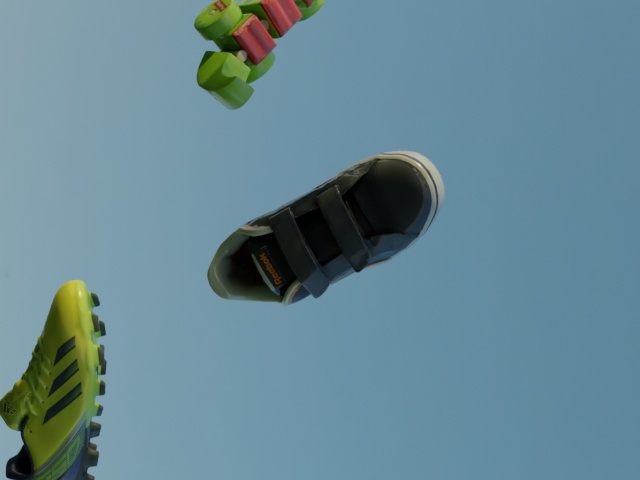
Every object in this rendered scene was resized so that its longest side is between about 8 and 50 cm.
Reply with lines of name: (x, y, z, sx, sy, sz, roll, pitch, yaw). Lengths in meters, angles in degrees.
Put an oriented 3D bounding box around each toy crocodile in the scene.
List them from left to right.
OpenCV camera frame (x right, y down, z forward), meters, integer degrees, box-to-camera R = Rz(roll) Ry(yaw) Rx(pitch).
toy crocodile: (-0.068, -0.325, 1.776, 0.105, 0.115, 0.340, 4, -128, 48)

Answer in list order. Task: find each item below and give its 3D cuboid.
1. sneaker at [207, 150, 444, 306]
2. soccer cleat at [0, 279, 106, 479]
sneaker: (0.000, 0.000, 1.522, 0.321, 0.127, 0.126, -28, -86, 36)
soccer cleat: (-0.302, 0.170, 1.415, 0.093, 0.121, 0.289, -100, -162, -55)
